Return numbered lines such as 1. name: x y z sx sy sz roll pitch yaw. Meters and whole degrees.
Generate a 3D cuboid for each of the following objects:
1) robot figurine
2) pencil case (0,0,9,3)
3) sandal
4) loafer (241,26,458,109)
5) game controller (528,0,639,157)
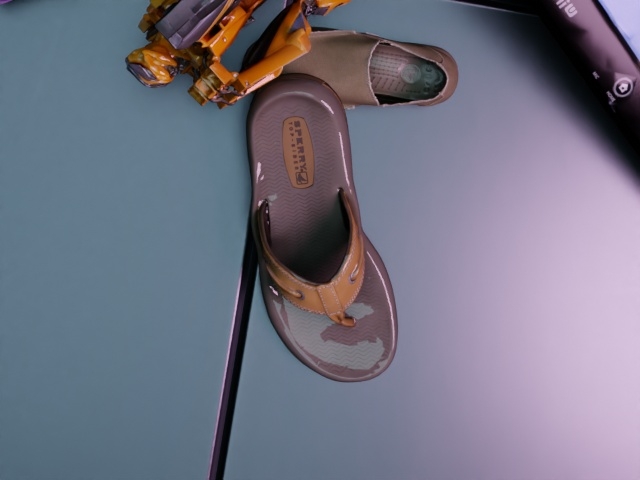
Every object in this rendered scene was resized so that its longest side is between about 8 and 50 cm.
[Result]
1. robot figurine: 0.005 -0.184 0.851 0.291 0.211 0.085 -43 97 -9
2. pencil case: -0.222 -0.246 0.877 0.086 0.088 0.206 -33 97 -4
3. sandal: 0.000 0.000 0.923 0.090 0.060 0.219 -8 111 1
4. loafer: 0.022 -0.115 0.931 0.148 0.050 0.056 -1 95 -6
5. game controller: 0.243 -0.145 0.904 0.166 0.067 0.319 -43 116 -2
